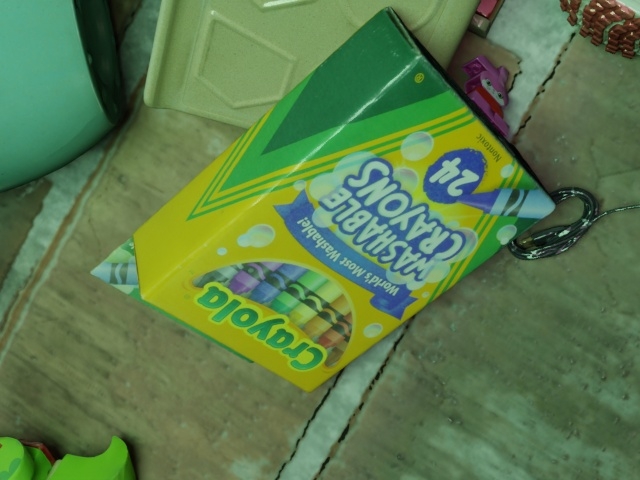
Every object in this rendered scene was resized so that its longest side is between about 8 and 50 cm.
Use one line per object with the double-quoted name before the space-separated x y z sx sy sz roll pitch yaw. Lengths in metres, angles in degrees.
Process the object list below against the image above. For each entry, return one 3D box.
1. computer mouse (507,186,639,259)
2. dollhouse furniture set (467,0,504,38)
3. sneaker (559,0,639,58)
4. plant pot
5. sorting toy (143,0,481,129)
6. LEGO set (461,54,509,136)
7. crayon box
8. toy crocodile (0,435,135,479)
"computer mouse" 0.280 -0.029 0.722 0.242 0.041 0.071 -13 89 18
"dollhouse furniture set" 0.171 -0.263 0.681 0.129 0.129 0.183 29 97 8
"sneaker" 0.301 -0.191 0.683 0.225 0.088 0.092 15 88 -5
"plant pot" -0.305 -0.171 0.712 0.235 0.293 0.292 -9 91 -3
"sorting toy" -0.019 -0.133 0.670 0.229 0.041 0.307 10 135 -14
"LEGO set" 0.066 -0.179 0.726 0.227 0.093 0.087 41 140 -21
"crayon box" 0.000 0.000 0.678 0.323 0.203 0.083 -39 41 17
"toy crocodile" -0.348 0.242 0.826 0.341 0.105 0.115 -6 127 17
